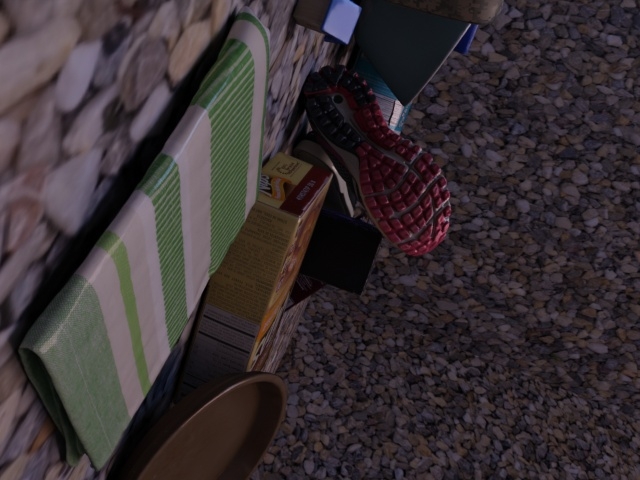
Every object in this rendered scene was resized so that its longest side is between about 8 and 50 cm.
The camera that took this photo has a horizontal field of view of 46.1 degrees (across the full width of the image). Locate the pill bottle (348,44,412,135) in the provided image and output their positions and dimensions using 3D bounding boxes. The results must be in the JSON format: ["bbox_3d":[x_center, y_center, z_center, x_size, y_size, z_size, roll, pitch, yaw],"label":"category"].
[{"bbox_3d":[0.114,-0.294,1.530,0.146,0.146,0.264,-54,166,-77],"label":"pill bottle"}]

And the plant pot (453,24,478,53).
[{"bbox_3d":[0.239,-0.531,1.487,0.236,0.212,0.236,-61,172,-61],"label":"plant pot"}]

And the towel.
[{"bbox_3d":[-0.119,0.001,0.593,0.248,0.038,0.325,104,10,-56],"label":"towel"}]

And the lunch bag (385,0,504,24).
[{"bbox_3d":[0.195,-0.493,1.015,0.256,0.213,0.305,102,7,-58],"label":"lunch bag"}]

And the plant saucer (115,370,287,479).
[{"bbox_3d":[-0.147,0.264,0.896,0.278,0.041,0.278,-41,152,-27],"label":"plant saucer"}]

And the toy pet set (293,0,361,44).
[{"bbox_3d":[0.019,-0.276,0.803,0.122,0.065,0.114,-26,137,-84],"label":"toy pet set"}]

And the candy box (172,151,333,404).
[{"bbox_3d":[-0.087,0.061,0.983,0.183,0.088,0.316,-57,168,-64],"label":"candy box"}]

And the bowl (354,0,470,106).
[{"bbox_3d":[0.166,-0.397,1.258,0.311,0.163,0.311,-56,-176,6],"label":"bowl"}]

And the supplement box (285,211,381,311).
[{"bbox_3d":[0.003,0.043,1.448,0.239,0.073,0.130,-34,-177,9],"label":"supplement box"}]

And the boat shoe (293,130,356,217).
[{"bbox_3d":[0.025,-0.128,1.319,0.113,0.127,0.340,-56,165,-11],"label":"boat shoe"}]

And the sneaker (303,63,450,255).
[{"bbox_3d":[0.083,-0.114,1.087,0.121,0.299,0.112,-30,173,-8],"label":"sneaker"}]

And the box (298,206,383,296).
[{"bbox_3d":[0.000,0.000,1.196,0.261,0.184,0.103,-35,147,-85],"label":"box"}]
